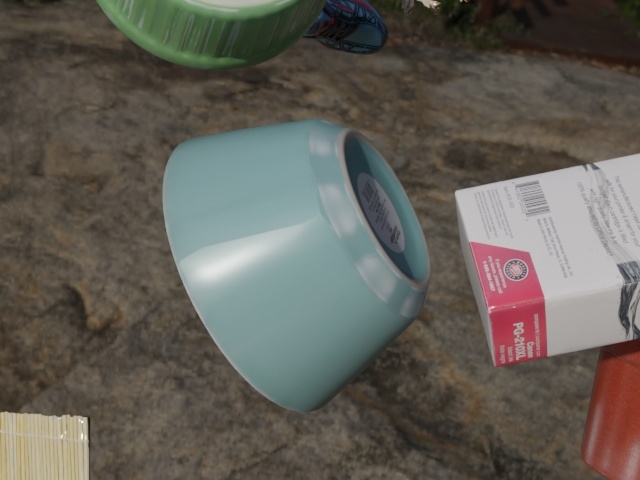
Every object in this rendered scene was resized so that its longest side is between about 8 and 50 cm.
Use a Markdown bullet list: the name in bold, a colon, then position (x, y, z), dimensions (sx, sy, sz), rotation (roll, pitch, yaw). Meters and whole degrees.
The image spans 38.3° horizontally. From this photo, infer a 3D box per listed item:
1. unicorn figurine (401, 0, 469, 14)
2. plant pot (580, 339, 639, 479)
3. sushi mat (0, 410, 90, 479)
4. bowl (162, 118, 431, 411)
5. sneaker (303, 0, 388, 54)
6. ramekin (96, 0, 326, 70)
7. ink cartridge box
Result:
- **unicorn figurine**: position (0.169, -0.377, 1.282), dimensions (0.162, 0.060, 0.111), rotation (-21, 75, -30)
- **plant pot**: position (0.558, 0.261, 1.501), dimensions (0.273, 0.265, 0.272), rotation (13, 9, -2)
- **sushi mat**: position (-0.296, 0.339, 0.968), dimensions (0.151, 0.316, 0.019), rotation (-5, -7, 30)
- **bowl**: position (0.000, 0.000, 0.937), dimensions (0.163, 0.311, 0.311), rotation (-27, 21, 22)
- **sneaker**: position (-0.003, -0.361, 1.525), dimensions (0.262, 0.104, 0.125), rotation (19, 34, -21)
- **ramekin**: position (-0.112, -0.354, 1.016), dimensions (0.304, 0.303, 0.148), rotation (4, -7, -14)
- **ink cartridge box**: position (0.271, 0.013, 0.932), dimensions (0.237, 0.100, 0.172), rotation (-12, 45, 5)
